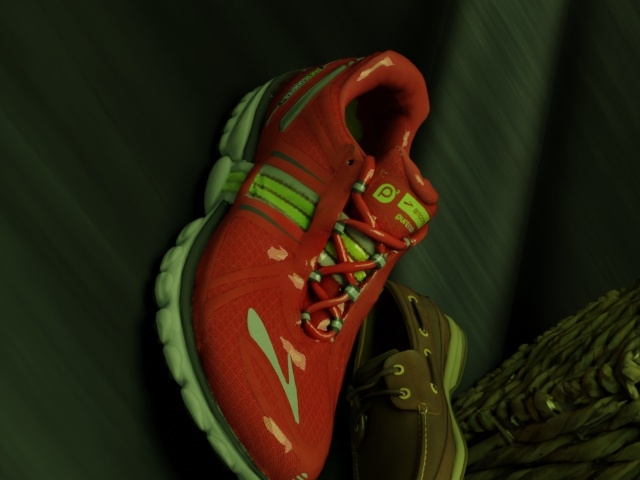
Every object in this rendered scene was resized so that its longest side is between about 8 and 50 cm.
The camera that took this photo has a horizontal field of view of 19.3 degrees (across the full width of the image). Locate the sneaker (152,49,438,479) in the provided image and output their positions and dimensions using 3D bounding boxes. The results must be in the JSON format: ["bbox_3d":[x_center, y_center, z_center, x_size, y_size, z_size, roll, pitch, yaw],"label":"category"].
[{"bbox_3d":[0.000,0.000,0.930,0.107,0.118,0.279,47,36,-34],"label":"sneaker"}]

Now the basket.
[{"bbox_3d":[0.219,0.142,1.105,0.299,0.213,0.223,-30,93,-49],"label":"basket"}]

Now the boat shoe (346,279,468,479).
[{"bbox_3d":[0.038,0.090,1.003,0.060,0.064,0.178,47,29,-27],"label":"boat shoe"}]
